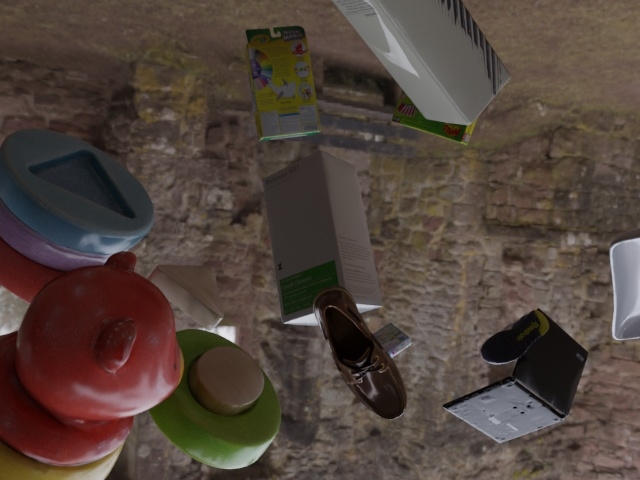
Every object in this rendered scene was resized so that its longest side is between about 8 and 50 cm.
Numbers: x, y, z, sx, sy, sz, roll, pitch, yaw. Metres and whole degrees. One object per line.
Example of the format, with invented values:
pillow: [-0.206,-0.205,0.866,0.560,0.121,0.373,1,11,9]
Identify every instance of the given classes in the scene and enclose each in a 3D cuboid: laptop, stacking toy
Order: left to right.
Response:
stacking toy: [-0.134,0.037,0.474,0.279,0.130,0.309,23,-154,-43]
laptop: [0.433,0.306,1.268,0.264,0.137,0.234,-34,125,30]

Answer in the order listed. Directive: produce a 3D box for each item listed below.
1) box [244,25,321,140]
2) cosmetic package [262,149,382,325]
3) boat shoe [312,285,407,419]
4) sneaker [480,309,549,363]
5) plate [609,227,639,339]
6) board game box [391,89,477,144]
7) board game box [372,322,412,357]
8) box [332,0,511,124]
box: [-0.065,-0.262,0.961,0.105,0.179,0.043,-9,-175,-14]
cosmetic package: [0.000,0.000,1.365,0.197,0.366,0.155,-23,158,33]
boat shoe: [0.045,0.138,0.677,0.064,0.178,0.060,-30,-175,6]
sneaker: [0.327,0.173,0.990,0.144,0.053,0.059,-23,164,-25]
plate: [0.521,0.035,0.748,0.278,0.045,0.277,-13,141,20]
board game box: [0.259,-0.286,1.301,0.181,0.092,0.043,25,-167,31]
board game box: [0.170,0.305,1.653,0.154,0.026,0.103,-31,-152,-13]
box: [0.118,-0.278,0.744,0.275,0.094,0.113,43,176,-30]
